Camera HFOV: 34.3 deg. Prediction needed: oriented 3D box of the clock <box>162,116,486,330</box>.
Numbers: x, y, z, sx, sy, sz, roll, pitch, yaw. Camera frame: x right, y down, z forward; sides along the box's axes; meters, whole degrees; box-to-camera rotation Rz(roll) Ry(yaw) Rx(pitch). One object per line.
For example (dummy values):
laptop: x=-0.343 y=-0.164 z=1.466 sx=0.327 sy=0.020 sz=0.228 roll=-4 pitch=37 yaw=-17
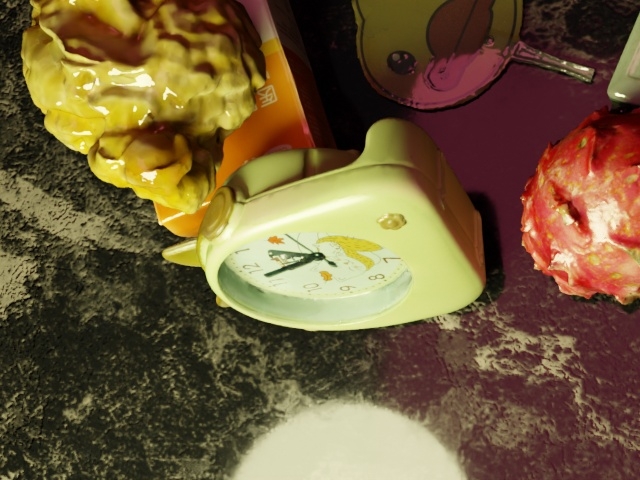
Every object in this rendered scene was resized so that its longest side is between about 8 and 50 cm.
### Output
clock: x=0.000 y=0.000 z=1.212 sx=0.348 sy=0.286 sz=0.117 roll=-11 pitch=57 yaw=22

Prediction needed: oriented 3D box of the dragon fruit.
dragon fruit: x=0.335 y=-0.045 z=1.120 sx=0.268 sy=0.210 sz=0.205 roll=-38 pitch=72 yaw=43

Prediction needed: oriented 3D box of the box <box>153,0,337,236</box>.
box: x=-0.128 y=-0.198 z=1.339 sx=0.225 sy=0.143 sz=0.341 roll=-21 pitch=77 yaw=15

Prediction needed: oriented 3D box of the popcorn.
popcorn: x=-0.189 y=-0.175 z=1.169 sx=0.265 sy=0.225 sz=0.332 roll=-17 pitch=59 yaw=-14

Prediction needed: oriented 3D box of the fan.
fan: x=0.187 y=-0.263 z=1.315 sx=0.335 sy=0.011 sz=0.229 roll=22 pitch=90 yaw=19

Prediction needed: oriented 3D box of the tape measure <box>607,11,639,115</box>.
tape measure: x=0.451 y=-0.204 z=1.175 sx=0.207 sy=0.115 sz=0.235 roll=24 pitch=95 yaw=24
